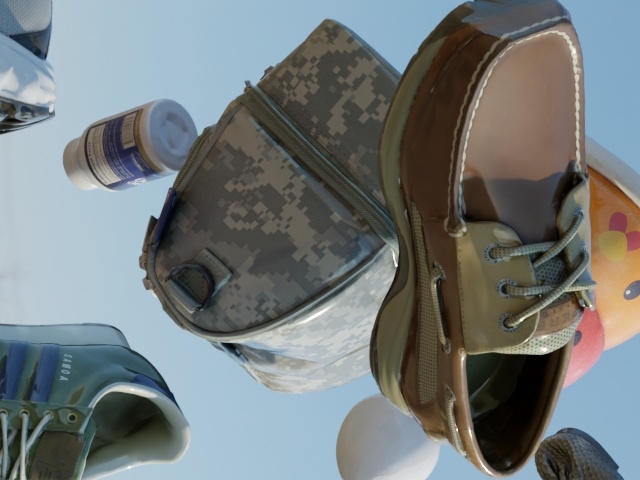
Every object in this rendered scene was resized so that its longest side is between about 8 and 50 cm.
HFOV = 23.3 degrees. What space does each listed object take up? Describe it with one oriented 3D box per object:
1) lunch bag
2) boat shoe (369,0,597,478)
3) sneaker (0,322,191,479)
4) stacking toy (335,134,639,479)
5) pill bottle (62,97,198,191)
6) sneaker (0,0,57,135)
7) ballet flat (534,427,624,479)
[{"bbox_3d":[0.000,0.000,1.278,0.212,0.256,0.305,43,-4,18],"label":"lunch bag"},{"bbox_3d":[0.109,0.010,0.880,0.120,0.122,0.324,51,-26,38],"label":"boat shoe"},{"bbox_3d":[-0.141,0.084,0.718,0.086,0.192,0.064,37,-63,36],"label":"sneaker"},{"bbox_3d":[0.188,0.120,1.842,0.480,0.350,0.350,-51,-177,-23],"label":"stacking toy"},{"bbox_3d":[-0.171,-0.080,1.377,0.120,0.067,0.067,-14,-109,39],"label":"pill bottle"},{"bbox_3d":[-0.237,-0.117,0.645,0.100,0.271,0.108,-12,-109,54],"label":"sneaker"},{"bbox_3d":[0.281,0.261,1.333,0.250,0.058,0.084,43,-48,13],"label":"ballet flat"}]
